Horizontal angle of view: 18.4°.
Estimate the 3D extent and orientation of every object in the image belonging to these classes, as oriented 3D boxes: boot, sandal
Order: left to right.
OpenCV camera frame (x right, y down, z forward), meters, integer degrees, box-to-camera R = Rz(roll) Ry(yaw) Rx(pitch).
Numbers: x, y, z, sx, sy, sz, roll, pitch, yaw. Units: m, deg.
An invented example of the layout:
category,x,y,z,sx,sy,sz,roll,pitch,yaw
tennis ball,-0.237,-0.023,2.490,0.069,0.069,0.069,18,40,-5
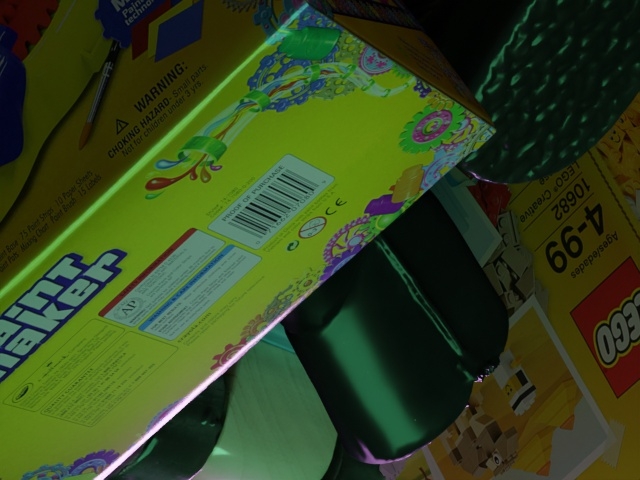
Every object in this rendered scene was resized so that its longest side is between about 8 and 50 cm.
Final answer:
category,x,y,z,sx,sy,sz,roll,pitch,yaw
boot,0.043,-0.025,1.074,0.246,0.094,0.207,-59,136,-25
sandal,0.167,-0.231,0.939,0.167,0.107,0.445,10,121,-49

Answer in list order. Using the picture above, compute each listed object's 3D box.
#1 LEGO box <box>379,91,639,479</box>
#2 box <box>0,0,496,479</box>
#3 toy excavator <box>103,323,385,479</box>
category,x,y,z,sx,sy,sz,roll,pitch,yaw
LEGO box,0.130,0.087,1.458,0.193,0.372,0.500,-5,148,-39
box,-0.130,-0.076,0.921,0.290,0.279,0.177,-42,149,14
toy excavator,-0.022,-0.042,1.252,0.433,0.445,0.222,3,166,41
